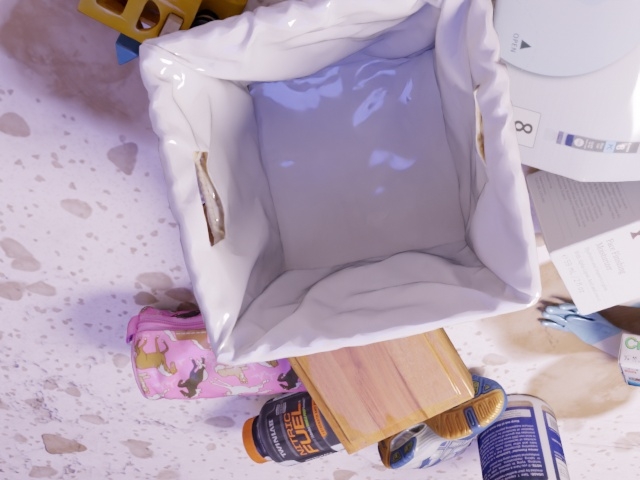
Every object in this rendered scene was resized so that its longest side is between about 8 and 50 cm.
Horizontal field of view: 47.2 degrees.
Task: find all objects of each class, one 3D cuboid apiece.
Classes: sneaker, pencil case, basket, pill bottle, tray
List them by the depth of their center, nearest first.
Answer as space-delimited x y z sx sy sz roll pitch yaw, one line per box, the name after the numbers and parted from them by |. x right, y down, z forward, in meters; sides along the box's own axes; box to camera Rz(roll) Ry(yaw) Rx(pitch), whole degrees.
0.033 -0.081 0.787 0.331 0.266 0.328 -12 98 10 | basket
0.023 0.080 1.012 0.202 0.076 0.411 -29 100 15 | tray
-0.112 0.168 1.176 0.386 0.160 0.167 -7 93 10 | pencil case
0.367 0.426 1.315 0.153 0.265 0.153 2 132 2 | pill bottle
-0.023 0.335 1.342 0.245 0.130 0.130 -24 127 23 | pill bottle
0.243 0.342 1.371 0.131 0.112 0.296 20 136 -36 | sneaker

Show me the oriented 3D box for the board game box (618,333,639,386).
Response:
0.619 0.206 1.107 0.305 0.053 0.193 6 164 27 | board game box

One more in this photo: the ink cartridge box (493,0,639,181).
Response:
0.368 -0.185 0.765 0.385 0.091 0.308 22 136 22 | ink cartridge box

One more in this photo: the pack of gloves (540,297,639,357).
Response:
0.487 0.114 1.184 0.232 0.046 0.195 23 145 -20 | pack of gloves

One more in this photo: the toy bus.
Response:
-0.166 -0.258 0.819 0.202 0.104 0.191 -10 132 12 | toy bus

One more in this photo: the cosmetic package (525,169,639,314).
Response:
0.396 -0.025 0.971 0.183 0.151 0.151 -23 132 22 | cosmetic package
